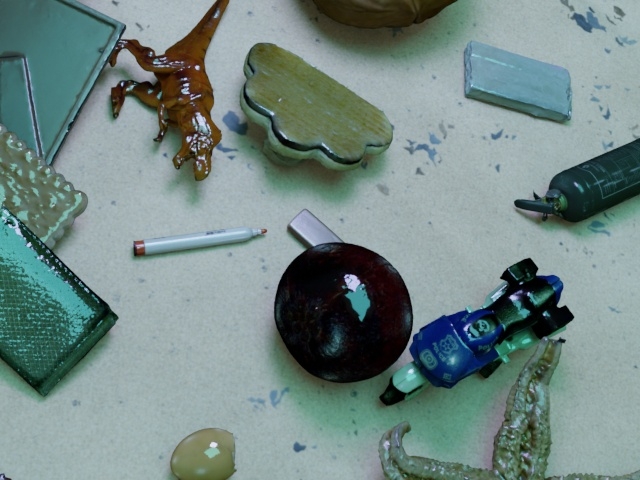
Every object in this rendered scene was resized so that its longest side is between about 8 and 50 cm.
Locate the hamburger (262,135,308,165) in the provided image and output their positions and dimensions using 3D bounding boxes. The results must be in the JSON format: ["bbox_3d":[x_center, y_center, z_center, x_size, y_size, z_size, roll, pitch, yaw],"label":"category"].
[{"bbox_3d":[-0.038,-0.175,1.744,0.084,0.054,0.121,29,54,2],"label":"hamburger"}]

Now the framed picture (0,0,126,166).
[{"bbox_3d":[-0.489,-0.248,1.615,0.247,0.022,0.335,25,80,-2],"label":"framed picture"}]

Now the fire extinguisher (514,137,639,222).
[{"bbox_3d":[0.496,-0.104,1.833,0.311,0.095,0.114,-24,36,-25],"label":"fire extinguisher"}]

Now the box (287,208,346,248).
[{"bbox_3d":[0.000,0.000,1.684,0.115,0.025,0.048,41,67,7],"label":"box"}]

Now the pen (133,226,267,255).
[{"bbox_3d":[-0.189,-0.002,1.633,0.218,0.026,0.026,-8,67,-18],"label":"pen"}]

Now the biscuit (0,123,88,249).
[{"bbox_3d":[-0.531,-0.083,1.547,0.325,0.044,0.217,39,76,3],"label":"biscuit"}]

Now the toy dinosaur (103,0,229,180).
[{"bbox_3d":[-0.254,-0.287,1.712,0.208,0.097,0.432,3,59,-9],"label":"toy dinosaur"}]

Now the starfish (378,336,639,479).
[{"bbox_3d":[0.306,0.331,1.549,0.432,0.082,0.324,-22,91,-16],"label":"starfish"}]

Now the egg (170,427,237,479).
[{"bbox_3d":[-0.165,0.307,1.461,0.096,0.080,0.080,-2,66,-10],"label":"egg"}]

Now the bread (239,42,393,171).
[{"bbox_3d":[-0.024,-0.207,1.704,0.286,0.056,0.207,35,48,2],"label":"bread"}]

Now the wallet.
[{"bbox_3d":[-0.427,0.088,1.484,0.236,0.055,0.160,45,72,-6],"label":"wallet"}]

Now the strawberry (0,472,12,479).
[{"bbox_3d":[-0.464,0.374,1.344,0.192,0.085,0.140,-24,75,-23],"label":"strawberry"}]

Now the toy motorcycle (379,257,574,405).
[{"bbox_3d":[0.237,0.149,1.579,0.331,0.196,0.125,-27,74,-23],"label":"toy motorcycle"}]

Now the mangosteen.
[{"bbox_3d":[0.045,0.109,1.549,0.216,0.216,0.216,6,64,-12],"label":"mangosteen"}]

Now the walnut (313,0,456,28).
[{"bbox_3d":[0.115,-0.558,1.828,0.354,0.308,0.398,-17,66,14],"label":"walnut"}]

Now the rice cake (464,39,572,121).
[{"bbox_3d":[0.370,-0.294,1.918,0.211,0.038,0.124,10,62,-11],"label":"rice cake"}]
